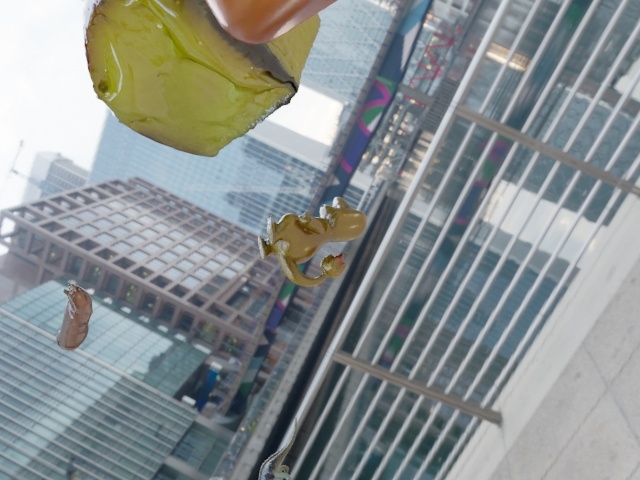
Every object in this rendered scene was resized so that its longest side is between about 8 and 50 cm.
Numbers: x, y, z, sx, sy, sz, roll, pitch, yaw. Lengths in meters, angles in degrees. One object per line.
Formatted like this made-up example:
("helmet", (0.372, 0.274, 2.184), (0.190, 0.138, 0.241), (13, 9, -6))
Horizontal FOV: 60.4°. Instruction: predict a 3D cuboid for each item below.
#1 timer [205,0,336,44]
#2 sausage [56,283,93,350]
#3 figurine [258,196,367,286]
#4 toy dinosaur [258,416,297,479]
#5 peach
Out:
("timer", (-0.023, -0.268, 0.296), (0.250, 0.257, 0.161), (-18, 25, 32))
("sausage", (-0.339, 0.110, 0.759), (0.158, 0.042, 0.036), (125, 142, -47))
("figurine", (0.003, 0.002, 0.847), (0.176, 0.122, 0.121), (-23, -18, -26))
("toy dinosaur", (-0.067, 0.368, 0.855), (0.037, 0.058, 0.180), (-37, 17, 49))
("peach", (-0.172, -0.309, 0.802), (0.380, 0.306, 0.242), (-20, 55, 56))
